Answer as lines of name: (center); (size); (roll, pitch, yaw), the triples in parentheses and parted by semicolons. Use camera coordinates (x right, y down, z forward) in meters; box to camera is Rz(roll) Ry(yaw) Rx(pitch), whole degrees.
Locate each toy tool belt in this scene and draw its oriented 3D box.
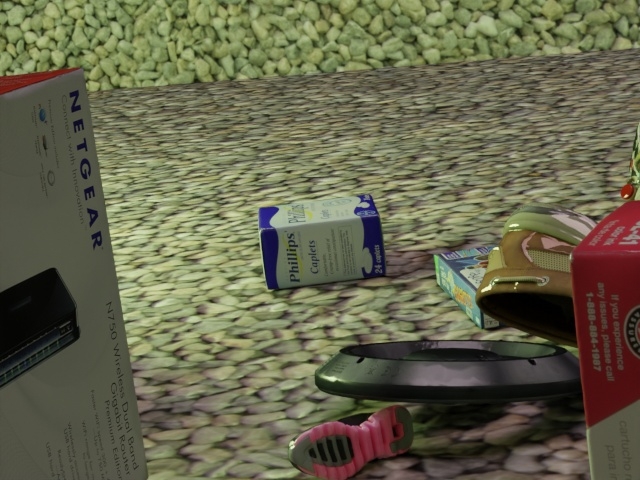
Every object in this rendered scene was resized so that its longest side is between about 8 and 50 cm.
toy tool belt: (0.394, -0.044, 2.027); (0.051, 0.052, 0.083); (22, -2, -34)

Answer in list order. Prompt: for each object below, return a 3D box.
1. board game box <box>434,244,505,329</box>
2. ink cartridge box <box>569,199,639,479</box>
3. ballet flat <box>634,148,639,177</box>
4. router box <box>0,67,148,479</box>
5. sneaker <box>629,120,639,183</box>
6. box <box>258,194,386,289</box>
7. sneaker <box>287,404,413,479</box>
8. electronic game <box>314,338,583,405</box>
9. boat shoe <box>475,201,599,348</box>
board game box: (0.203, 0.040, 1.769); (0.136, 0.035, 0.201); (-8, 13, -6)
ink cartridge box: (0.319, 0.094, 1.039); (0.306, 0.226, 0.131); (0, 15, 31)
ballet flat: (0.429, -0.128, 1.978); (0.123, 0.123, 0.348); (-6, -8, 6)
router box: (-0.242, 0.065, 1.218); (0.082, 0.335, 0.301); (-3, 13, 20)
sneaker: (0.443, -0.108, 2.271); (0.071, 0.068, 0.170); (10, 23, 5)
box: (0.000, 0.000, 1.972); (0.137, 0.072, 0.126); (-8, 12, -1)
sneaker: (0.015, 0.157, 1.351); (0.119, 0.047, 0.057); (-8, 4, -41)
electronic game: (0.109, 0.112, 1.433); (0.229, 0.048, 0.229); (0, 2, 0)
boat shoe: (0.272, 0.068, 1.485); (0.324, 0.123, 0.116); (18, 60, 43)
